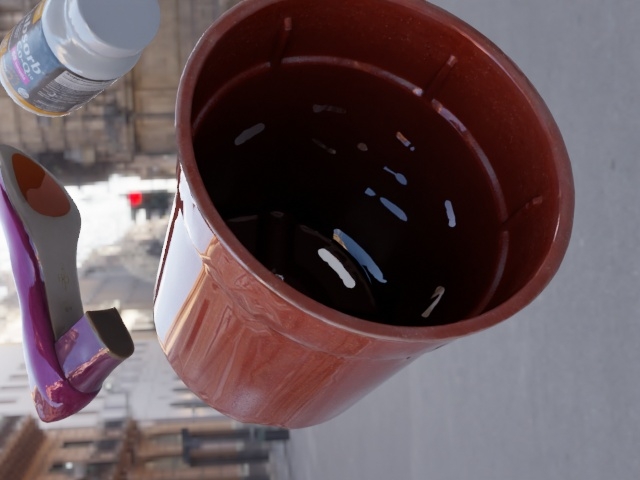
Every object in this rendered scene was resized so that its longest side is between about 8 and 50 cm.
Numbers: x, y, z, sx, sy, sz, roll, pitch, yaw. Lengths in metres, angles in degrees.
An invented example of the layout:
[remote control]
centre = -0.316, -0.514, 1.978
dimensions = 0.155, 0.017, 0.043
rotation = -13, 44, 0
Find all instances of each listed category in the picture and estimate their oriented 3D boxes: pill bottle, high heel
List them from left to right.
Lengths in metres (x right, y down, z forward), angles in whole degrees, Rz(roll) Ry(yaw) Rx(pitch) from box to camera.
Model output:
[high heel]
centre = -0.396, 0.055, 1.564
dimensions = 0.181, 0.127, 0.377
rotation = -41, 63, 26
[pill bottle]
centre = -0.361, -0.298, 1.726
dimensions = 0.278, 0.162, 0.162
rotation = -22, 68, 52

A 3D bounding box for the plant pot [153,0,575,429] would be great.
[plant pot]
centre = 0.000, 0.000, 0.845
dimensions = 0.265, 0.272, 0.272
rotation = 124, 146, -56
